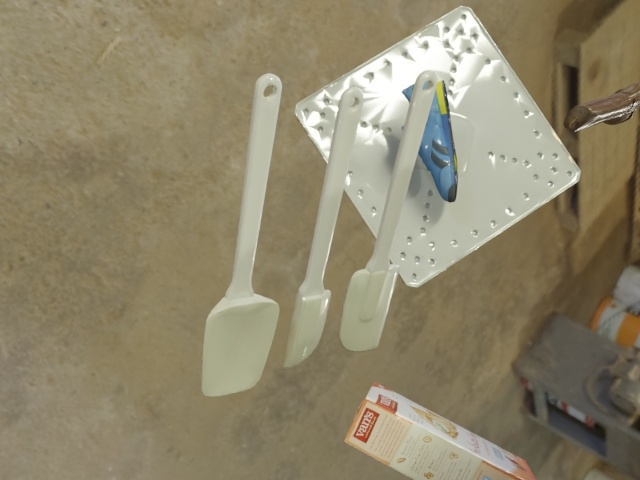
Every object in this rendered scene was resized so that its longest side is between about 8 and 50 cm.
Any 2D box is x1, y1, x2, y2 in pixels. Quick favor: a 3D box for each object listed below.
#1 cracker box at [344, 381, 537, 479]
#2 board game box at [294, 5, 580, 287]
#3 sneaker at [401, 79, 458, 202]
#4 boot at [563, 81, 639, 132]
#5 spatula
[{"bbox_3d":[0.152,0.268,0.929,0.067,0.232,0.156,-64,172,0],"label":"cracker box"},{"bbox_3d":[0.212,-0.173,1.338,0.390,0.390,0.050,-32,177,-9],"label":"board game box"},{"bbox_3d":[0.185,-0.164,1.236,0.069,0.082,0.209,-55,135,-70],"label":"sneaker"},{"bbox_3d":[0.325,-0.147,0.862,0.114,0.037,0.106,-25,169,-16],"label":"boot"},{"bbox_3d":[0.000,0.000,0.511,0.168,0.019,0.242,-7,125,-30],"label":"spatula"}]
